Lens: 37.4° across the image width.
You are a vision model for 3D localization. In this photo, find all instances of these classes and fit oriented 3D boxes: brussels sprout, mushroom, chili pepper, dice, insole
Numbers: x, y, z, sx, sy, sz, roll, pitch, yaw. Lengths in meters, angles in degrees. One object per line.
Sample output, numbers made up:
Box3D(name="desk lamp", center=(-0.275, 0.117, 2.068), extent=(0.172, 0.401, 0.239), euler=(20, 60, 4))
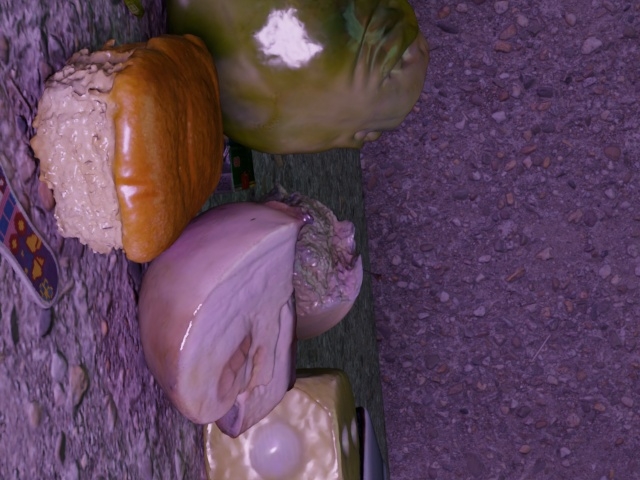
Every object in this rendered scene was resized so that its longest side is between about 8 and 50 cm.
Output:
Box3D(name="brussels sprout", center=(-0.020, -0.250, 1.131), extent=(0.268, 0.344, 0.344), euler=(-18, -107, 56))
Box3D(name="mushroom", center=(-0.129, 0.078, 0.935), extent=(0.173, 0.162, 0.236), euler=(-27, 130, -43))
Box3D(name="chili pepper", center=(-0.196, -0.257, 0.967), extent=(0.083, 0.017, 0.030), euler=(74, 12, -46))
Box3D(name="dice", center=(-0.043, 0.246, 1.159), extent=(0.169, 0.166, 0.169), euler=(19, 66, -80))
Box3D(name="insole", center=(-0.227, -0.018, 0.677), extent=(0.197, 0.004, 0.065), euler=(74, 14, -47))

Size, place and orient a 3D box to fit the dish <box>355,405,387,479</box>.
Box3D(name="dish", center=(0.018, 0.358, 1.307), extent=(0.243, 0.080, 0.181), euler=(-41, -143, 44))

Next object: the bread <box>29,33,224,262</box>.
Box3D(name="bread", center=(-0.154, -0.087, 0.816), extent=(0.245, 0.121, 0.174), euler=(-74, 156, -72))

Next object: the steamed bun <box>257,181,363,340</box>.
Box3D(name="steamed bun", center=(-0.021, 0.019, 1.429), extent=(0.225, 0.170, 0.200), euler=(-88, 163, -47))

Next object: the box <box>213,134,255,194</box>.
Box3D(name="box", center=(-0.129, -0.183, 1.282), extent=(0.132, 0.034, 0.235), euler=(-35, 119, -80))

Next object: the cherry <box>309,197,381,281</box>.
Box3D(name="cherry", center=(0.000, -0.007, 1.574), extent=(0.188, 0.115, 0.148), euler=(27, -49, 46))
